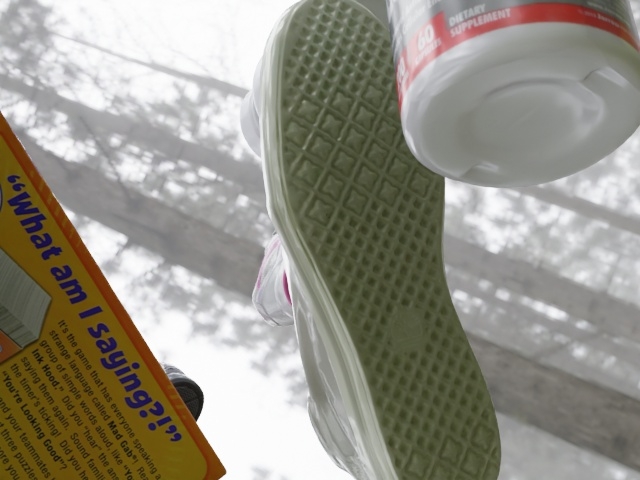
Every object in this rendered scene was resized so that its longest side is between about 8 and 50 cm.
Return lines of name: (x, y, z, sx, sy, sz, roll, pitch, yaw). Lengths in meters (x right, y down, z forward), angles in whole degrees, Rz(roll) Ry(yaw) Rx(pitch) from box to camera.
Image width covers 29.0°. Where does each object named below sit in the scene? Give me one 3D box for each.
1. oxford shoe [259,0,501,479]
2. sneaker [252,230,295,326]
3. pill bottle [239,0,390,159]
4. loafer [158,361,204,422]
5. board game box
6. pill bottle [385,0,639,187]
oxford shoe: (0.031, 0.019, 1.041, 0.169, 0.130, 0.449, -14, -90, -27)
sneaker: (0.000, 0.000, 1.348, 0.103, 0.111, 0.252, 52, -133, -13)
pill bottle: (0.020, -0.176, 1.330, 0.152, 0.272, 0.152, 11, -114, -26)
loafer: (-0.267, 0.283, 1.561, 0.302, 0.095, 0.109, -50, -55, -5)
board game box: (-0.375, 0.165, 1.010, 0.356, 0.356, 0.356, -35, -83, -40)
pill bottle: (0.122, -0.194, 0.862, 0.161, 0.161, 0.283, 43, -145, -51)
